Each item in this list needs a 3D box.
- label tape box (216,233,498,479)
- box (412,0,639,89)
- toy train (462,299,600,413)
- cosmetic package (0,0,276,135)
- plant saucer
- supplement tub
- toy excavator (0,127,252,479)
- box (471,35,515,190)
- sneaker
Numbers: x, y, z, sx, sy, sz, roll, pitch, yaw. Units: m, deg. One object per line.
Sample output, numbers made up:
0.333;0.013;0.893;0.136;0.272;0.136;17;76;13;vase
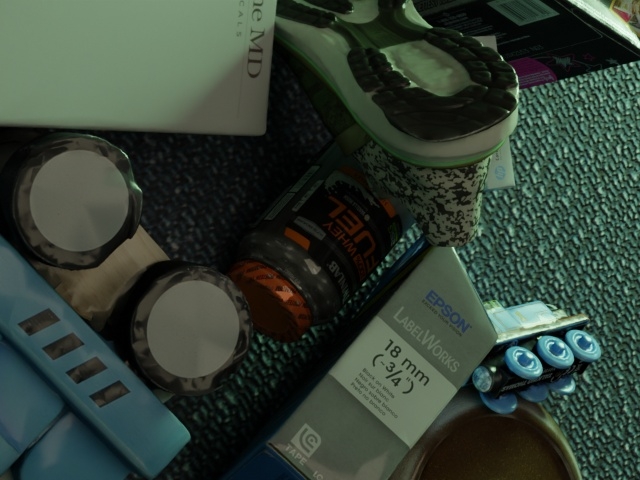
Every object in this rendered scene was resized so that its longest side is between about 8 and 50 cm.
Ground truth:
0.051;0.128;1.612;0.106;0.240;0.333;41;63;0;label tape box
0.199;-0.255;1.753;0.163;0.247;0.142;28;69;-30;box
0.207;0.110;1.816;0.184;0.080;0.105;-11;53;-44;toy train
-0.243;-0.205;1.417;0.453;0.161;0.230;-3;100;-49;cosmetic package
0.167;0.289;1.804;0.311;0.050;0.310;4;82;-34;plant saucer
0.000;0.000;1.672;0.117;0.117;0.190;51;61;-20;supplement tub
-0.256;0.183;1.453;0.445;0.222;0.433;-46;112;-14;toy excavator
0.108;-0.112;1.715;0.038;0.186;0.145;-8;91;-35;box
0.036;-0.126;1.591;0.158;0.410;0.182;-13;125;-18;sneaker
